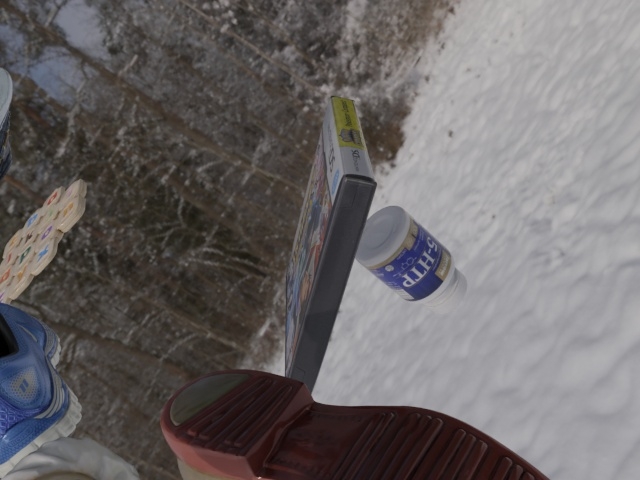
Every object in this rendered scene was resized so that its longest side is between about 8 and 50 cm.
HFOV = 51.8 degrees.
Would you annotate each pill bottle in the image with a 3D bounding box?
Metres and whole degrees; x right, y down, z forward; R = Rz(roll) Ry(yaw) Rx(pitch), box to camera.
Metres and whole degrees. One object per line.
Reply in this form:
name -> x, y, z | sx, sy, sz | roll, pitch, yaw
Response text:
pill bottle -> 0.153, 0.038, 1.078 | 0.112, 0.186, 0.112 | -36, 32, 27

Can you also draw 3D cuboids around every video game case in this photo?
video game case -> 0.000, 0.000, 0.766 | 0.248, 0.035, 0.275 | -95, 18, -60

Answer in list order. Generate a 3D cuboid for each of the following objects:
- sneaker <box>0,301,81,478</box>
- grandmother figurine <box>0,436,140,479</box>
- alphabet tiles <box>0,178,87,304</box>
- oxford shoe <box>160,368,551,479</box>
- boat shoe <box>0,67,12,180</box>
sneaker -> -0.369, 0.117, 0.729 | 0.129, 0.147, 0.330 | -37, 31, -23
grandmother figurine -> -0.134, 0.191, 0.251 | 0.104, 0.208, 0.342 | -31, 14, 4
alphabet tiles -> -0.509, 0.018, 1.159 | 0.284, 0.021, 0.278 | -45, 32, 8
oxford shoe -> 0.035, 0.200, 0.486 | 0.123, 0.348, 0.130 | -34, -54, -43
boat shoe -> -0.534, -0.184, 1.071 | 0.083, 0.065, 0.184 | 103, -179, -86
